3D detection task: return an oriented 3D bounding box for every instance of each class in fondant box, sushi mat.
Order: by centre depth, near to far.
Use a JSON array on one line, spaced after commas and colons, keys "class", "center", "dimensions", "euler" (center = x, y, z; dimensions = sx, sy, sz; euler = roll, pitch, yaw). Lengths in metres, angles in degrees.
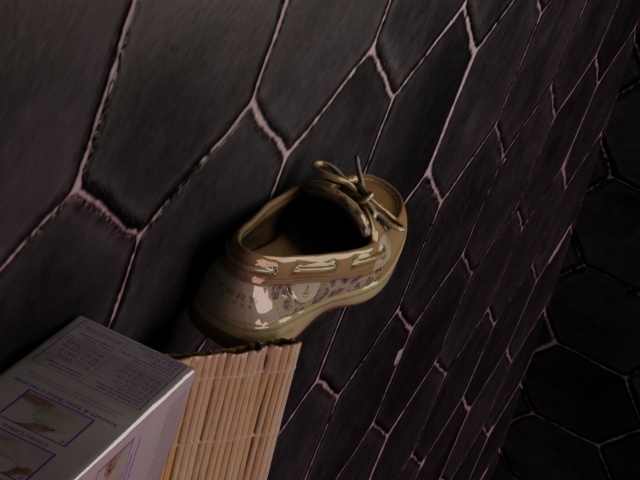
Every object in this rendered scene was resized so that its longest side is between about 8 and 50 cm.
[{"class": "fondant box", "center": [-0.208, 0.213, 1.072], "dimensions": [0.238, 0.096, 0.330], "euler": [-70, 169, 23]}, {"class": "sushi mat", "center": [-0.111, 0.208, 1.407], "dimensions": [0.151, 0.019, 0.316], "euler": [-7, 128, -29]}]

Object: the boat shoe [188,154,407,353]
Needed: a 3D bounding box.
[{"class": "boat shoe", "center": [0.000, 0.000, 1.451], "dimensions": [0.285, 0.105, 0.089], "euler": [-41, 156, -56]}]
